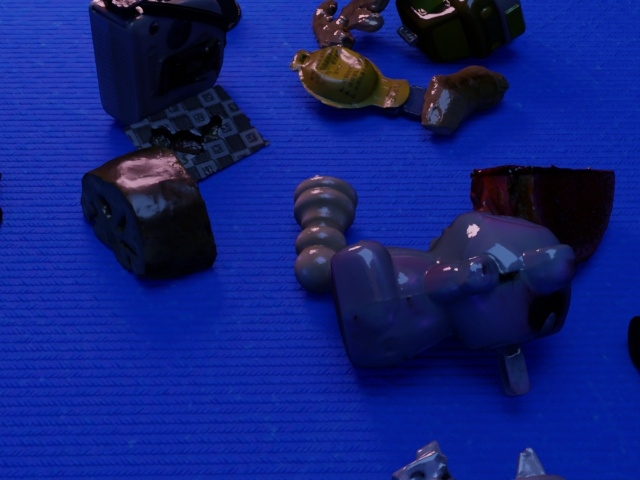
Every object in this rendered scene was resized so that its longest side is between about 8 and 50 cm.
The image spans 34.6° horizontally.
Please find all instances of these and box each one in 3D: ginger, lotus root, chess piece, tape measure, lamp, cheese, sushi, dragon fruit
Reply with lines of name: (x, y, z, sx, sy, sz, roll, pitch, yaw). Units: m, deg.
ginger: (0.230, -0.234, 1.699, 0.190, 0.069, 0.095, -27, 60, -26)
ginger: (0.085, -0.410, 1.806, 0.259, 0.065, 0.149, -20, 52, 40)
lotus root: (-0.252, -0.049, 1.479, 0.119, 0.138, 0.235, -19, 43, -32)
chess piece: (0.000, 0.000, 1.463, 0.094, 0.094, 0.170, 5, 53, 3)
tape measure: (-0.243, -0.323, 1.638, 0.133, 0.271, 0.231, 30, 54, 25)
lamp: (0.174, 0.087, 1.310, 0.301, 0.247, 0.247, -11, 77, -3)
cheese: (0.070, -0.262, 1.731, 0.250, 0.064, 0.156, 19, 48, 4)
sushi: (-0.198, -0.159, 1.644, 0.201, 0.031, 0.139, -30, 74, -30)
dragon fruit: (0.309, -0.045, 1.458, 0.262, 0.163, 0.189, 2, 61, -50)

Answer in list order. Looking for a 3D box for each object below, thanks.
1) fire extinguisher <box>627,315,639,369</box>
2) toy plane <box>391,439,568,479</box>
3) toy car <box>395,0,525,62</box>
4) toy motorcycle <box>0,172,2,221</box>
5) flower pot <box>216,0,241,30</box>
fire extinguisher: (0.534, 0.109, 1.364, 0.252, 0.075, 0.106, -7, 46, -8)
toy plane: (0.180, 0.327, 1.122, 0.245, 0.117, 0.244, 4, 63, -7)
toy car: (0.224, -0.419, 1.826, 0.198, 0.204, 0.248, -34, 53, -1)
toy motorcycle: (-0.600, -0.093, 1.518, 0.275, 0.127, 0.205, 12, 47, 2)
flower pot: (-0.228, -0.459, 1.890, 0.157, 0.107, 0.157, -1, 44, 1)
